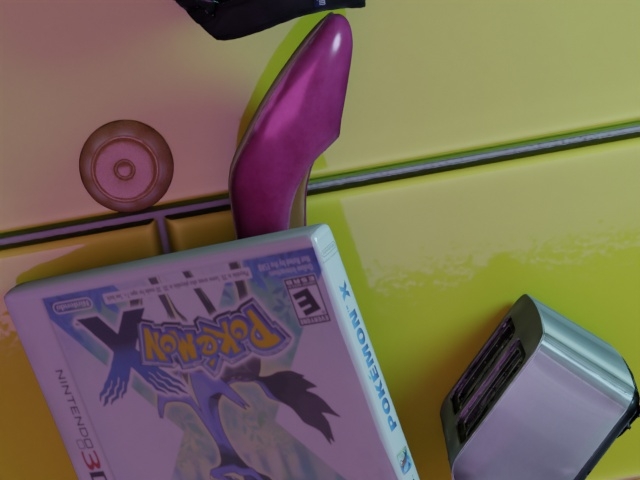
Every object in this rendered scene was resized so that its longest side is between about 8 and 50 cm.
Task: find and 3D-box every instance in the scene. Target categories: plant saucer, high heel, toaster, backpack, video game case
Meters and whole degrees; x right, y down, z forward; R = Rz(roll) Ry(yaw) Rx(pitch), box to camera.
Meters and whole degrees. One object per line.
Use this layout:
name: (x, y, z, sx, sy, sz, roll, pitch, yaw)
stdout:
plant saucer: (-0.171, -0.064, 1.454, 0.083, 0.015, 0.083, 0, 103, 0)
high heel: (0.000, 0.000, 1.414, 0.181, 0.127, 0.377, 25, 117, 4)
toaster: (0.188, 0.146, 1.430, 0.110, 0.168, 0.185, 34, 101, -7)
backpack: (-0.037, -0.242, 1.346, 0.182, 0.115, 0.152, -27, 106, 22)
video game case: (-0.089, 0.152, 1.417, 0.329, 0.036, 0.300, -11, 107, 31)
